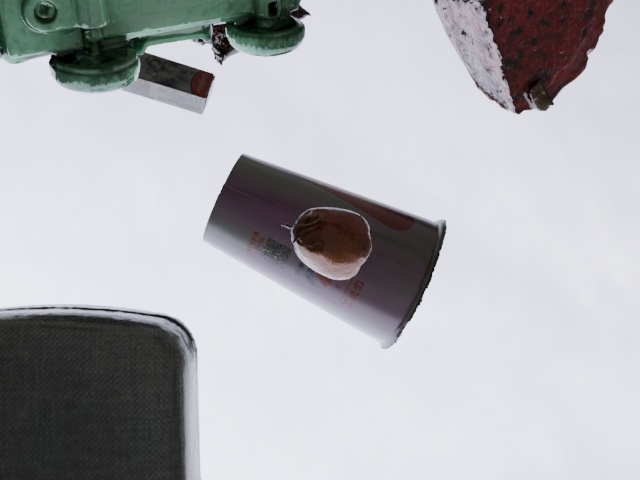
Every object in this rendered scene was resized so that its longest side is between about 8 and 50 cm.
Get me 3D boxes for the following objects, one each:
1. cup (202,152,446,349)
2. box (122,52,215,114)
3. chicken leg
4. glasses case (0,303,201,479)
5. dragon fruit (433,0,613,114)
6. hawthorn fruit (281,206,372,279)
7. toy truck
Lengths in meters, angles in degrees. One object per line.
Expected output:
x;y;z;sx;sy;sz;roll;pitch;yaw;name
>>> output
0.000;0.000;1.003;0.288;0.203;0.203;24;-126;-2;cup
-0.269;-0.249;1.098;0.218;0.039;0.055;16;-122;-5;box
-0.121;-0.366;1.245;0.063;0.234;0.105;24;-128;-61;chicken leg
-0.116;0.190;0.323;0.131;0.074;0.323;-1;-91;-4;glasses case
0.381;-0.389;1.252;0.302;0.330;0.240;64;-161;6;dragon fruit
0.005;0.001;0.805;0.093;0.081;0.081;11;-121;-25;hawthorn fruit
-0.137;-0.226;0.585;0.279;0.155;0.156;-20;-139;-28;toy truck
